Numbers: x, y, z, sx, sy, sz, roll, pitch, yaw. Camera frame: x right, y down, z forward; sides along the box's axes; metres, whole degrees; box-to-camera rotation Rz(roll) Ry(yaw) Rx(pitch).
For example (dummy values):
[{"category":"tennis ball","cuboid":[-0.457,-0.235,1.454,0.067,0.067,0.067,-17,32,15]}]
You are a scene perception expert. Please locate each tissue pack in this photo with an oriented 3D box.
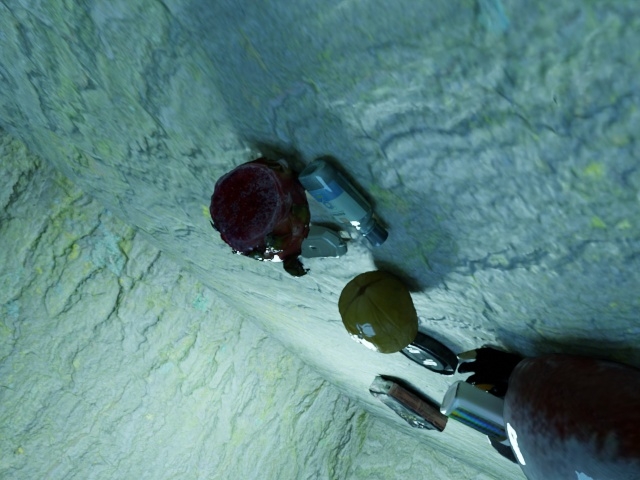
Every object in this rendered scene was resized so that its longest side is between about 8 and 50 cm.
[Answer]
[{"category":"tissue pack","cuboid":[0.403,0.767,2.059,0.332,0.123,0.245,36,161,-7]}]

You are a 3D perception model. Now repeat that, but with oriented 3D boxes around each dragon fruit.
[{"category":"dragon fruit","cuboid":[-0.114,-0.060,0.876,0.282,0.211,0.147,57,179,23]}]

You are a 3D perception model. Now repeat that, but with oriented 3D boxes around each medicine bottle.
[{"category":"medicine bottle","cuboid":[0.051,-0.067,0.847,0.208,0.053,0.090,43,157,-24]},{"category":"medicine bottle","cuboid":[0.396,0.405,1.011,0.219,0.078,0.115,24,141,9]}]

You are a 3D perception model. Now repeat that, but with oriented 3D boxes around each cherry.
[{"category":"cherry","cuboid":[0.512,0.376,0.821,0.335,0.292,0.326,-3,107,57]}]

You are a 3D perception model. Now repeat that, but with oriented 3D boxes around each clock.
[{"category":"clock","cuboid":[0.321,0.345,1.369,0.215,0.042,0.215,29,159,12]}]

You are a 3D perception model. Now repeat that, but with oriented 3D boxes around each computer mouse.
[{"category":"computer mouse","cuboid":[0.000,0.000,1.065,0.182,0.056,0.089,-2,138,48]}]

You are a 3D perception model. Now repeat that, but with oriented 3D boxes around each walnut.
[{"category":"walnut","cuboid":[0.141,0.176,1.075,0.193,0.193,0.225,20,158,32]}]

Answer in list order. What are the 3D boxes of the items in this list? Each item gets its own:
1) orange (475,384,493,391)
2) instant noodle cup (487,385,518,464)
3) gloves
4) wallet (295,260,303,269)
[{"category":"orange","cuboid":[0.493,0.492,1.336,0.136,0.117,0.135,32,166,9]},{"category":"instant noodle cup","cuboid":[0.543,0.476,1.122,0.218,0.217,0.207,14,158,41]},{"category":"gloves","cuboid":[0.420,0.311,1.056,0.181,0.129,0.106,25,149,6]},{"category":"wallet","cuboid":[-0.121,0.044,1.386,0.157,0.018,0.082,43,158,-22]}]
